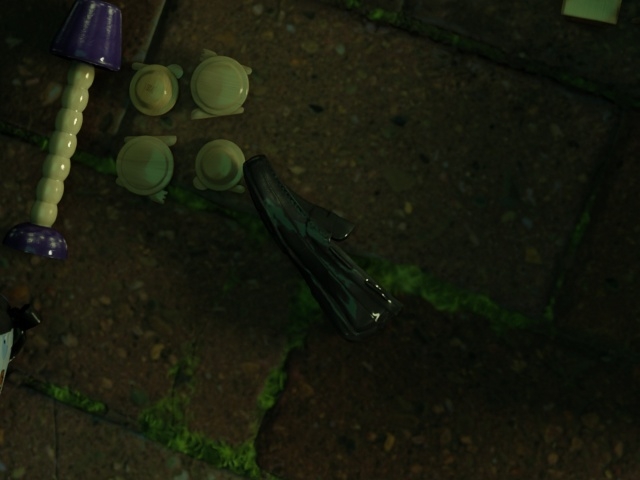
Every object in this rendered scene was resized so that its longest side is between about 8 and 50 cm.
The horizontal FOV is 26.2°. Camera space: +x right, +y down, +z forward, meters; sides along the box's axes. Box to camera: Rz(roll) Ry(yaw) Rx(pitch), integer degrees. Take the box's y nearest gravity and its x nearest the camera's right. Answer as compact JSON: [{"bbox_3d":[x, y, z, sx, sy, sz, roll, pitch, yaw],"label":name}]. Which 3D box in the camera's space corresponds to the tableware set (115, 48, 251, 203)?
[{"bbox_3d":[-0.146,-0.121,1.465,0.141,0.020,0.169,5,91,10],"label":"tableware set"}]

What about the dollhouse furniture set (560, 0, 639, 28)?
[{"bbox_3d":[0.336,-0.299,1.358,0.161,0.101,0.182,12,90,8],"label":"dollhouse furniture set"}]

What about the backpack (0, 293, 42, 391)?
[{"bbox_3d":[-0.459,0.169,1.419,0.276,0.213,0.263,12,101,5],"label":"backpack"}]

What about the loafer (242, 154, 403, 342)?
[{"bbox_3d":[0.000,0.000,1.417,0.078,0.076,0.223,-35,89,1],"label":"loafer"}]

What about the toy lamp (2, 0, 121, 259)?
[{"bbox_3d":[-0.268,-0.119,1.454,0.080,0.080,0.275,13,91,8],"label":"toy lamp"}]
